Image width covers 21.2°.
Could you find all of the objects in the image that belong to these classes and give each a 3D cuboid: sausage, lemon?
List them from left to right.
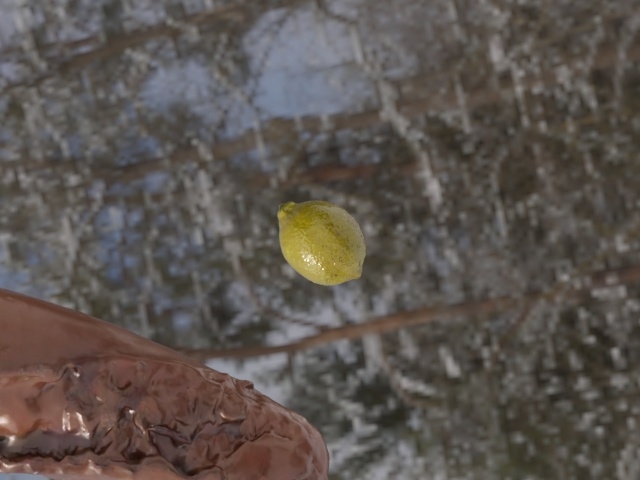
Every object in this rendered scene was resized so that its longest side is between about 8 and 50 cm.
[{"bbox_3d":[-0.142,0.064,0.737,0.326,0.087,0.079,19,-161,-19],"label":"sausage"},{"bbox_3d":[0.000,0.000,1.314,0.083,0.062,0.062,43,-148,2],"label":"lemon"}]
